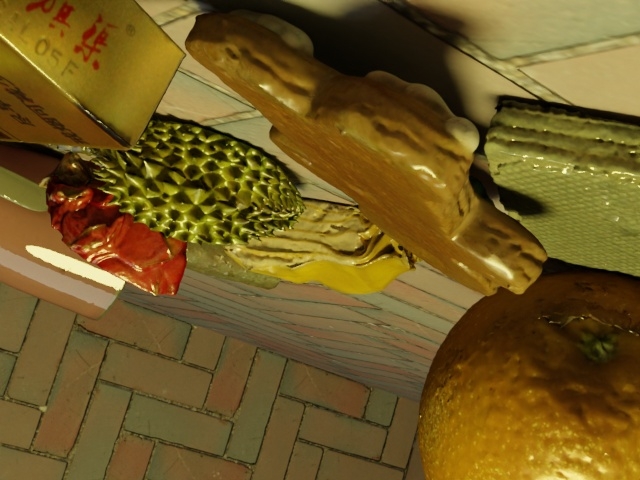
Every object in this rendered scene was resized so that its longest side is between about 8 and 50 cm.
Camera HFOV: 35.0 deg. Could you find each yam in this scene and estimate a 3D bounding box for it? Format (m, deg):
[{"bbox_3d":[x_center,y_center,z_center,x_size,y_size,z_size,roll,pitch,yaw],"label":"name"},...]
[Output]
[{"bbox_3d":[-0.120,0.003,1.094,0.169,0.068,0.068,14,172,-26],"label":"yam"}]

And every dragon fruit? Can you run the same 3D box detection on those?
[{"bbox_3d":[-0.168,-0.036,0.846,0.106,0.083,0.162,15,-146,-38],"label":"dragon fruit"}]

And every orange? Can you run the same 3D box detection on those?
[{"bbox_3d":[0.207,0.152,0.813,0.274,0.274,0.274,16,170,3],"label":"orange"}]

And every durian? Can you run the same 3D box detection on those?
[{"bbox_3d":[-0.109,-0.047,0.793,0.215,0.086,0.100,18,-177,-14],"label":"durian"}]

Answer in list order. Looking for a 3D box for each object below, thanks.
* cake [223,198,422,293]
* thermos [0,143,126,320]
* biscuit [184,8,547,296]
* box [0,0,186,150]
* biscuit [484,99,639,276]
[{"bbox_3d":[-0.002,0.004,0.882,0.185,0.079,0.116,21,172,0],"label":"cake"},{"bbox_3d":[-0.312,-0.035,1.004,0.265,0.146,0.176,24,159,-24],"label":"thermos"},{"bbox_3d":[0.044,-0.038,0.587,0.197,0.049,0.301,35,177,29],"label":"biscuit"},{"bbox_3d":[-0.207,-0.119,0.519,0.240,0.071,0.159,8,157,38],"label":"box"},{"bbox_3d":[0.164,-0.020,0.589,0.121,0.040,0.199,11,168,20],"label":"biscuit"}]
